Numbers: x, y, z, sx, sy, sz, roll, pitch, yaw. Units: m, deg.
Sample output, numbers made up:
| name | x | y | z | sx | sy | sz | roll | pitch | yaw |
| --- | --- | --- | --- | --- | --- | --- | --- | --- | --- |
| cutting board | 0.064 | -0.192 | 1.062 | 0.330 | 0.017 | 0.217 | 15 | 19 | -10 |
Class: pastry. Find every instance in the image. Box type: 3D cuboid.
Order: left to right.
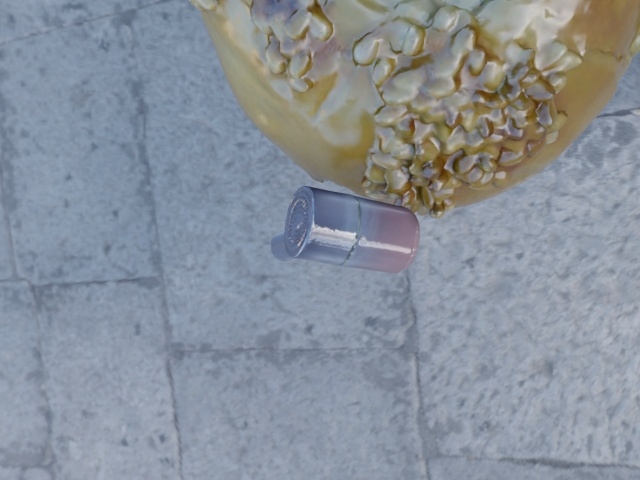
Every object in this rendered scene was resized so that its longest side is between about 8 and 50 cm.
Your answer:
| name | x | y | z | sx | sy | sz | roll | pitch | yaw |
| --- | --- | --- | --- | --- | --- | --- | --- | --- | --- |
| pastry | 0.075 | -0.168 | 0.452 | 0.255 | 0.162 | 0.311 | 31 | 93 | -3 |

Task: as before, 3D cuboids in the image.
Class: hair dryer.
| name | x | y | z | sx | sy | sz | roll | pitch | yaw |
| --- | --- | --- | --- | --- | --- | --- | --- | --- | --- |
| hair dryer | 0.000 | 0.000 | 0.461 | 0.114 | 0.063 | 0.037 | -15 | 67 | 64 |
